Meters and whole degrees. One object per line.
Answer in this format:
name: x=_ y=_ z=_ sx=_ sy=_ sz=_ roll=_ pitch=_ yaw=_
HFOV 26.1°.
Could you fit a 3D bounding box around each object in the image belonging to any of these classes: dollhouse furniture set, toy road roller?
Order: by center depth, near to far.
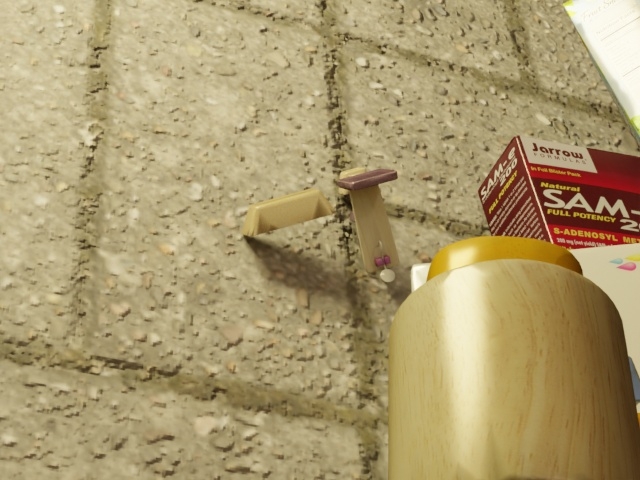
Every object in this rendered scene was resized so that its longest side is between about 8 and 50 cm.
toy road roller: x=0.151 y=0.169 z=0.704 sx=0.241 sy=0.329 sz=0.202 roll=1 pitch=45 yaw=1
dollhouse furniture set: x=0.000 y=0.000 z=1.012 sx=0.114 sy=0.091 sz=0.081 roll=-16 pitch=99 yaw=-13

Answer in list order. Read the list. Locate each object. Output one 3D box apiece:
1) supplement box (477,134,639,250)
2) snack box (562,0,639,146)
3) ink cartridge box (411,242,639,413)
supplement box: x=0.215 y=0.035 z=1.051 sx=0.130 sy=0.073 sz=0.239 roll=8 pitch=46 yaw=-22
snack box: x=0.296 y=-0.102 z=1.164 sx=0.174 sy=0.070 sz=0.207 roll=43 pitch=20 yaw=-54
ink cartridge box: x=0.167 y=0.090 z=0.878 sx=0.212 sy=0.093 sz=0.154 roll=-6 pitch=53 yaw=10
